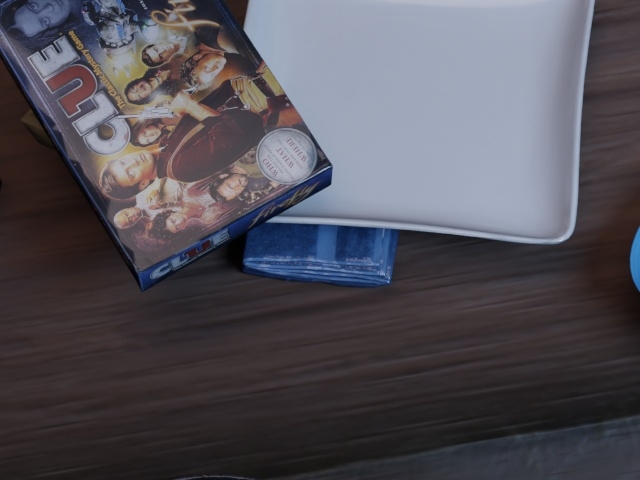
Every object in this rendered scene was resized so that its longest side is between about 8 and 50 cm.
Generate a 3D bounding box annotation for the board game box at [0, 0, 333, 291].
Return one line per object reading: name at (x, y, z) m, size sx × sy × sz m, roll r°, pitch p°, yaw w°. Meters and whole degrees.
board game box at (-0.123, -0.106, 1.346) m, size 0.165 × 0.042 × 0.243 m, roll -30°, pitch 75°, yaw -11°

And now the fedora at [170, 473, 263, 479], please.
fedora at (-0.075, 0.293, 1.192) m, size 0.334 × 0.152 × 0.334 m, roll -3°, pitch 64°, yaw 5°

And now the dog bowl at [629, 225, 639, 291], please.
dog bowl at (0.352, 0.038, 1.248) m, size 0.166 × 0.074 × 0.297 m, roll -45°, pitch 40°, yaw -17°

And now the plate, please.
plate at (0.068, -0.112, 1.419) m, size 0.277 × 0.045 × 0.278 m, roll 5°, pitch 56°, yaw 8°

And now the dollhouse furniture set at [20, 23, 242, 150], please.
dollhouse furniture set at (-0.179, -0.140, 1.473) m, size 0.161 × 0.101 × 0.182 m, roll 24°, pitch 67°, yaw 44°

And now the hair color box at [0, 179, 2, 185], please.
hair color box at (-0.333, -0.053, 1.439) m, size 0.141 × 0.072 × 0.043 m, roll 6°, pitch 64°, yaw 10°

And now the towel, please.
towel at (0.000, 0.000, 1.396) m, size 0.119 × 0.029 × 0.067 m, roll 5°, pitch 64°, yaw 9°
